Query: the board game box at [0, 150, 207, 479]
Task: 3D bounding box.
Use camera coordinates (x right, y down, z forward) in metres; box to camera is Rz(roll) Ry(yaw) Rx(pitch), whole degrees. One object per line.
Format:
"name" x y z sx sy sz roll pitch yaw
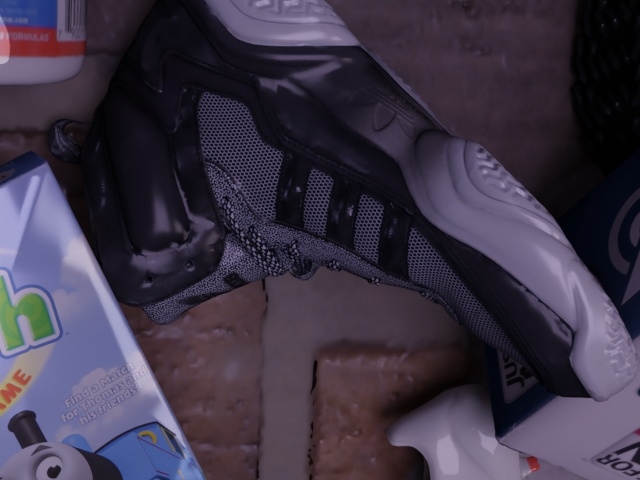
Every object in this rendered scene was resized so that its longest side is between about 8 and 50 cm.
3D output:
"board game box" -0.135 0.095 0.454 0.160 0.039 0.211 -30 112 -17

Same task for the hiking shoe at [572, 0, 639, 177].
"hiking shoe" 0.198 -0.125 0.583 0.114 0.086 0.227 -3 103 -17

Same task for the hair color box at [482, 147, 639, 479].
"hair color box" 0.247 -0.008 0.515 0.174 0.105 0.347 26 128 -24

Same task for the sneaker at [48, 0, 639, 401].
"sneaker" 0.000 0.000 0.505 0.268 0.101 0.153 45 97 12

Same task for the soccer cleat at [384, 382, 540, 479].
"soccer cleat" 0.090 0.169 0.625 0.076 0.068 0.196 -16 106 1

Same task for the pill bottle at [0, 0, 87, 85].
"pill bottle" -0.150 -0.173 0.434 0.124 0.124 0.221 -1 101 -19
